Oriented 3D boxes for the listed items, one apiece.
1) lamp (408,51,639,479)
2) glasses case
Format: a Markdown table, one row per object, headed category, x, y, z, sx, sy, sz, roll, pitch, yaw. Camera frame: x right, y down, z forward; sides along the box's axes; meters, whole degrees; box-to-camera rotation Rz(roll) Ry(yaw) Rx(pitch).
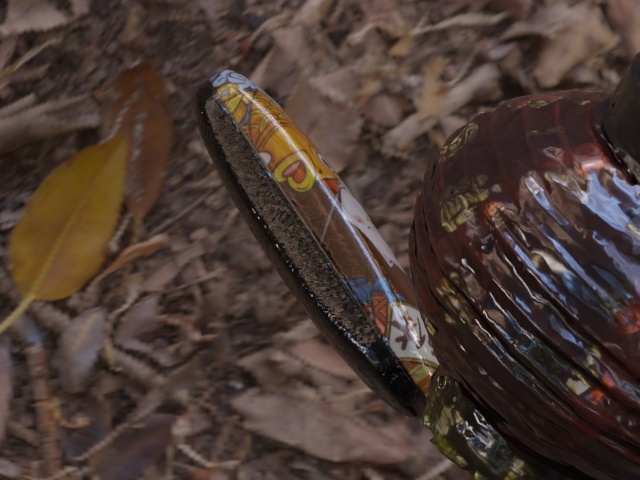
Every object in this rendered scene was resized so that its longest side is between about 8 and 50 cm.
| category | x | y | z | sx | sy | sz | roll | pitch | yaw |
| --- | --- | --- | --- | --- | --- | --- | --- | --- | --- |
| lamp | 0.153 | 0.030 | 0.895 | 0.247 | 0.247 | 0.247 | 2 | 83 | -19 |
| glasses case | 0.000 | 0.000 | 1.373 | 0.082 | 0.122 | 0.321 | -34 | 65 | 0 |
